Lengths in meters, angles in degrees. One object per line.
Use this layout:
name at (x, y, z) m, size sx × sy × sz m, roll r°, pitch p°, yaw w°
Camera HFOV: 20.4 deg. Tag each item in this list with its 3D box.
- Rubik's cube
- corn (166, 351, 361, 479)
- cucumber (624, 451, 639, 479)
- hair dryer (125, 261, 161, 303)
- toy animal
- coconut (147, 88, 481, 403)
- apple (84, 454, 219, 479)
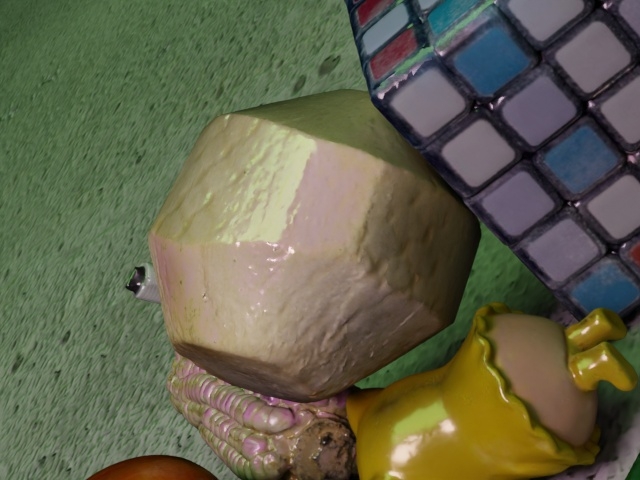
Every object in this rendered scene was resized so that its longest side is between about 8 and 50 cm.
Rubik's cube at (0.217, -0.159, 1.396) m, size 0.292 × 0.293 × 0.287 m, roll -41°, pitch 24°, yaw 16°
corn at (-0.057, 0.145, 1.579) m, size 0.126 × 0.126 × 0.335 m, roll -50°, pitch 24°, yaw -8°
cucumber at (0.255, 0.173, 0.968) m, size 0.191 × 0.191 × 0.130 m, roll -11°, pitch 43°, yaw 53°
hair dryer at (-0.075, 0.059, 1.625) m, size 0.131 × 0.236 × 0.073 m, roll 8°, pitch 89°, yaw 61°
toy animal at (0.122, 0.128, 1.297) m, size 0.230 × 0.156 × 0.156 m, roll -34°, pitch 27°, yaw 19°
coconut at (0.000, 0.000, 1.376) m, size 0.259 × 0.259 × 0.259 m, roll -37°, pitch 26°, yaw 21°
apple at (-0.125, 0.281, 1.348) m, size 0.230 × 0.230 × 0.230 m, roll -37°, pitch 26°, yaw 21°
